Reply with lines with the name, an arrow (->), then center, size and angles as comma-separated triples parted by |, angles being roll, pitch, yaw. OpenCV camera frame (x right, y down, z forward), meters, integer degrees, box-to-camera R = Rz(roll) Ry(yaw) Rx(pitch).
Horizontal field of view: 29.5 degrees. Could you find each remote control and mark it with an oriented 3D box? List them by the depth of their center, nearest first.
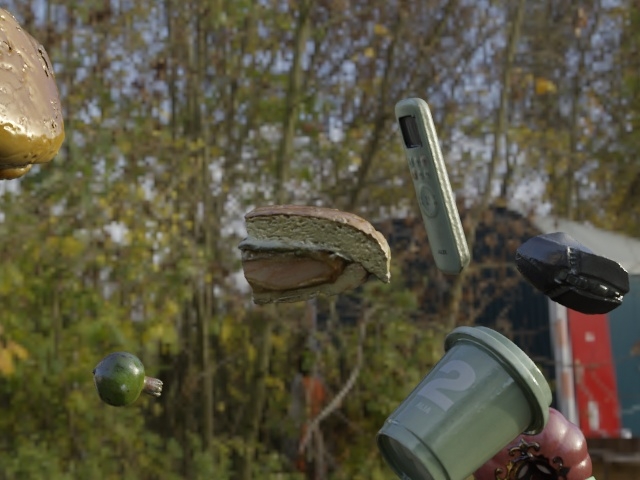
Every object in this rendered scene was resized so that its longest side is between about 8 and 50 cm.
remote control -> 0.192, -0.092, 2.069 | 0.038, 0.310, 0.090 | -19, 9, -22

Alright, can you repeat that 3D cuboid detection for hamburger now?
hamburger -> -0.363, -0.159, 1.258 | 0.108, 0.214, 0.213 | -30, -18, 22
hamburger -> 0.000, 0.000, 1.698 | 0.207, 0.135, 0.155 | -8, 18, 19

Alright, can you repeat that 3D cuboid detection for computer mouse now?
computer mouse -> 0.402, 0.055, 1.946 | 0.192, 0.106, 0.062 | 25, 18, 1

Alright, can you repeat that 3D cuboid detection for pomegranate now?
pomegranate -> -0.249, 0.176, 1.567 | 0.084, 0.073, 0.073 | -15, -3, -11

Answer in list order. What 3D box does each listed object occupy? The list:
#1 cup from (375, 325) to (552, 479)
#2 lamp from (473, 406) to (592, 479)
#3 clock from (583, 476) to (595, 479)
cup -> 0.122, 0.155, 1.076 | 0.141, 0.120, 0.120 | -40, 7, -18
lamp -> 0.312, 0.330, 1.815 | 0.182, 0.182, 0.140 | -2, 9, 7
clock -> 0.295, 0.431, 1.435 | 0.106, 0.255, 0.219 | -33, -18, 29
